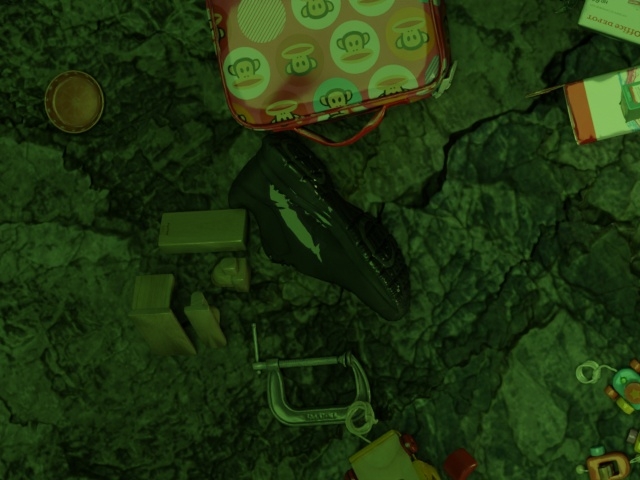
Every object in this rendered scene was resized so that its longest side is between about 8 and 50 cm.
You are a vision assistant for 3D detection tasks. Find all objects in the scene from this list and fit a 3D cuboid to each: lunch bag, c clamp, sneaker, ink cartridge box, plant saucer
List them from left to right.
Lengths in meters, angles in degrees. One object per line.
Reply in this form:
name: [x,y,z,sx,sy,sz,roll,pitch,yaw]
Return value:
plant saucer: [-0.327,-0.185,2.034,0.083,0.013,0.083,1,94,12]
c clamp: [-0.013,0.178,1.996,0.161,0.022,0.137,0,95,12]
sneaker: [0.000,0.000,1.948,0.130,0.109,0.286,-44,83,23]
lunch bag: [0.015,-0.247,1.904,0.293,0.120,0.258,-10,93,12]
ink cartridge box: [0.369,-0.168,1.832,0.231,0.134,0.078,-13,92,13]
ink cartridge box: [0.375,-0.305,1.861,0.088,0.052,0.122,19,100,9]

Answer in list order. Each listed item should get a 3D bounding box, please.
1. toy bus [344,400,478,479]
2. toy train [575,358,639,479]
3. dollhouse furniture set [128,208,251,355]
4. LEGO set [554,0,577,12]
toy bus: [0.111,0.327,1.941,0.191,0.104,0.202,11,77,31]
toy train: [0.375,0.232,1.909,0.125,0.046,0.166,-8,94,12]
dollhouse furniture set: [-0.158,0.057,2.013,0.144,0.123,0.151,-3,59,12]
LEGO set: [0.314,-0.317,1.882,0.083,0.023,0.054,-46,67,36]
